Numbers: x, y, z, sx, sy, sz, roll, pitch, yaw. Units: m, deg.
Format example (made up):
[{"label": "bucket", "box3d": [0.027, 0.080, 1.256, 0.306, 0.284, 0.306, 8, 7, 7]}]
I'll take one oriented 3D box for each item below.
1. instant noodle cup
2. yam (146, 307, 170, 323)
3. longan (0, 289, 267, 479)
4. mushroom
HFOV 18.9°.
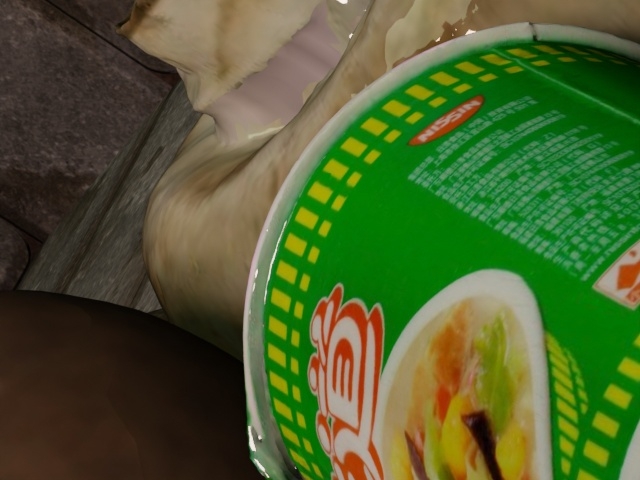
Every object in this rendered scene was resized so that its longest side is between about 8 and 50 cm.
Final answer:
[{"label": "instant noodle cup", "box3d": [0.102, 0.051, 0.542, 0.207, 0.207, 0.233, -56, 21, 0]}, {"label": "yam", "box3d": [-0.062, 0.119, 1.042, 0.161, 0.161, 0.268, -56, 12, -2]}, {"label": "longan", "box3d": [-0.093, 0.163, 0.703, 0.243, 0.300, 0.300, -42, 18, 57]}, {"label": "mushroom", "box3d": [0.060, -0.075, 0.828, 0.352, 0.260, 0.352, -52, 9, 11]}]
